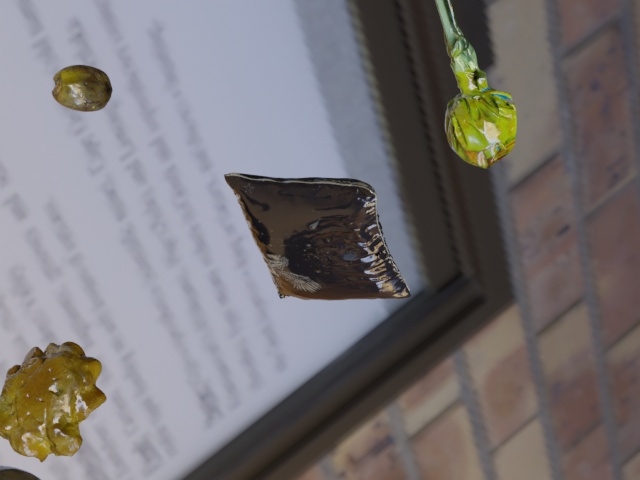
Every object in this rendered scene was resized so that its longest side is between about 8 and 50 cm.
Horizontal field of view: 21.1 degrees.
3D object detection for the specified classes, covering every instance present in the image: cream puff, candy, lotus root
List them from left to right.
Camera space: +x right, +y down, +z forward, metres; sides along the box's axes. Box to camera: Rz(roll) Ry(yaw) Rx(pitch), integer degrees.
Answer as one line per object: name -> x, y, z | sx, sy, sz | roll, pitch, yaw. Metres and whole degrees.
cream puff -> -0.191, 0.115, 1.217 | 0.058, 0.083, 0.083 | 74, -179, -71
lotus root -> -0.272, -0.175, 1.989 | 0.049, 0.054, 0.099 | 6, -178, 28
candy -> 0.135, -0.196, 1.694 | 0.077, 0.073, 0.262 | -64, -42, -68

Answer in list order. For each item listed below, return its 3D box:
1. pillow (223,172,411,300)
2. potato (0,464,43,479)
pillow -> 0.000, 0.000, 1.588 | 0.141, 0.055, 0.208 | 3, 150, 15
potato -> -0.405, 0.365, 1.915 | 0.326, 0.221, 0.243 | -5, 125, 28
